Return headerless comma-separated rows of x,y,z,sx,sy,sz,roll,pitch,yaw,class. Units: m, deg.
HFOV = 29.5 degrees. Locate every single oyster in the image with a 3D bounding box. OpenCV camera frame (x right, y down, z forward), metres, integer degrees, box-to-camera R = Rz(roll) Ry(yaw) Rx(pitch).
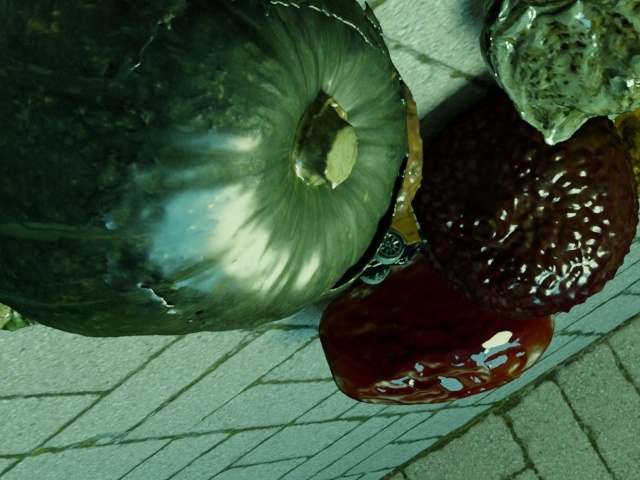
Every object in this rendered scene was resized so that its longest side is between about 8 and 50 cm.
0.241,-0.198,1.114,0.268,0.198,0.112,-36,-160,53,oyster

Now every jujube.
0.161,0.113,1.687,0.318,0.223,0.223,-20,161,7,jujube

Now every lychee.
0.230,-0.043,1.355,0.261,0.260,0.260,-25,160,-10,lychee

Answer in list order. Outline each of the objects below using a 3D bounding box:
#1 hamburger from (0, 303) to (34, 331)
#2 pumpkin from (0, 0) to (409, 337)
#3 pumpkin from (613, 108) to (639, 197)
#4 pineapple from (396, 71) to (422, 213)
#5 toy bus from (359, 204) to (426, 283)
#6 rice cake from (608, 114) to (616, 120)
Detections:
-0.297,0.037,1.070,0.087,0.102,0.176,9,140,-40,hamburger
-0.091,-0.078,0.826,0.328,0.257,0.291,-17,115,-50,pumpkin
0.432,-0.130,1.539,0.126,0.131,0.248,-24,178,-42,pumpkin
-0.054,-0.068,1.078,0.279,0.157,0.158,-14,156,-16,pineapple
0.000,0.000,1.324,0.201,0.114,0.098,-17,166,-14,toy bus
0.337,-0.161,1.499,0.042,0.045,0.245,-4,149,-49,rice cake
